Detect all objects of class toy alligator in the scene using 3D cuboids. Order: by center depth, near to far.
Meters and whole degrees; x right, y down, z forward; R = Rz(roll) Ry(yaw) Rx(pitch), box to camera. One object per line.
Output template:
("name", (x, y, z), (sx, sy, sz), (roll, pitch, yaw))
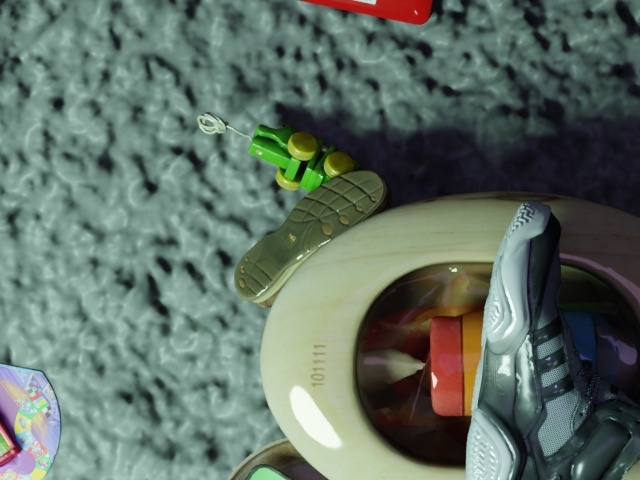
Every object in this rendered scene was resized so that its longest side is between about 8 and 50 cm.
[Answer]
("toy alligator", (-0.024, -0.086, 1.762), (0.190, 0.056, 0.051), (29, 48, 4))

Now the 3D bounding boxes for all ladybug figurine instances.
("ladybug figurine", (0.173, 0.110, 1.681), (0.449, 0.162, 0.305), (3, 87, 3))

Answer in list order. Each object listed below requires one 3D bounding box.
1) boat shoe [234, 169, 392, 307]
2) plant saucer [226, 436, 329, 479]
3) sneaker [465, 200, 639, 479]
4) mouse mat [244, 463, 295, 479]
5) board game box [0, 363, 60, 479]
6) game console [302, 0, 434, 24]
("boat shoe", (0.000, 0.001, 1.732), (0.178, 0.060, 0.064), (-40, 50, 19))
("plant saucer", (-0.005, 0.281, 1.743), (0.199, 0.036, 0.198), (0, 86, 3))
("sneaker", (0.209, 0.106, 1.551), (0.153, 0.101, 0.268), (8, 94, 3))
("mouse mat", (-0.044, 0.322, 1.722), (0.153, 0.007, 0.189), (32, 88, 4))
("board game box", (-0.335, 0.180, 1.768), (0.169, 0.033, 0.133), (11, 87, 4))
("game console", (0.049, -0.289, 1.787), (0.144, 0.085, 0.124), (12, 118, 4))
